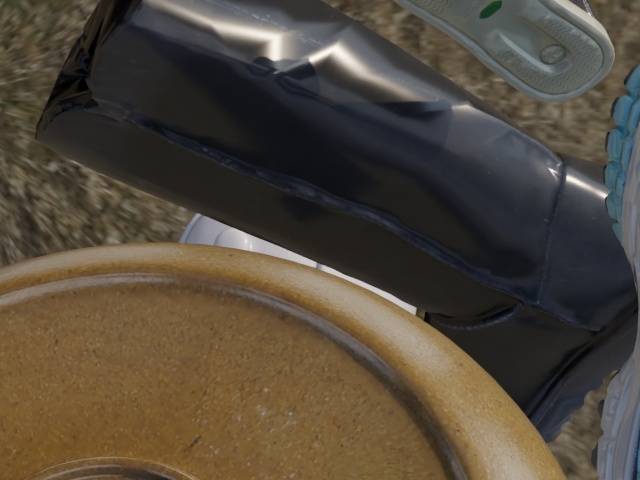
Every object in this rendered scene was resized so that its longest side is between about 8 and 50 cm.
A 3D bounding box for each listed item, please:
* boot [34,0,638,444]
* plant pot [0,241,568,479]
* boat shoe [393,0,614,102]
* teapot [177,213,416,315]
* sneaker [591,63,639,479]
[{"bbox_3d":[0.001,-0.001,1.346,0.445,0.367,0.146,21,45,-20],"label":"boot"},{"bbox_3d":[-0.050,0.089,0.439,0.236,0.032,0.236,-3,52,4],"label":"plant pot"},{"bbox_3d":[0.082,-0.170,1.093,0.084,0.079,0.233,-31,133,25],"label":"boat shoe"},{"bbox_3d":[-0.047,0.039,1.723,0.253,0.187,0.256,-16,67,20],"label":"teapot"},{"bbox_3d":[0.178,0.061,0.757,0.110,0.122,0.283,-15,107,-18],"label":"sneaker"}]
